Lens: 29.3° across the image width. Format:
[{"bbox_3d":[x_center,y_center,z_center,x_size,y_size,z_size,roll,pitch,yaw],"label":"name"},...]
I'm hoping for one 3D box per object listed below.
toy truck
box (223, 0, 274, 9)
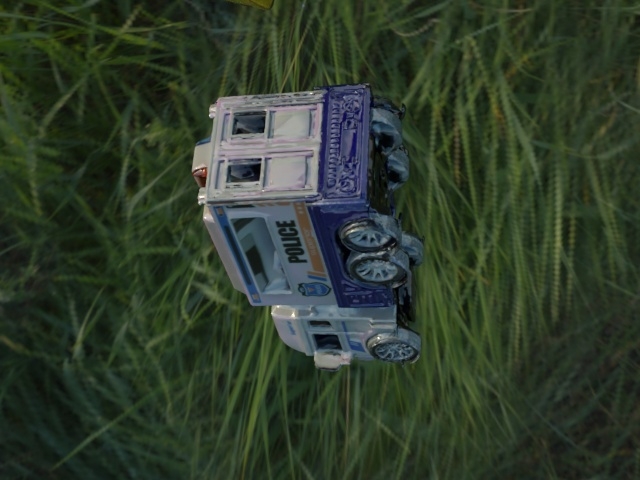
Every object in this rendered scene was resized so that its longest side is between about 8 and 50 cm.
[{"bbox_3d":[0.000,0.000,0.996,0.155,0.268,0.124,-2,57,9],"label":"toy truck"},{"bbox_3d":[-0.198,-0.267,0.978,0.301,0.193,0.084,16,94,19],"label":"box"}]
